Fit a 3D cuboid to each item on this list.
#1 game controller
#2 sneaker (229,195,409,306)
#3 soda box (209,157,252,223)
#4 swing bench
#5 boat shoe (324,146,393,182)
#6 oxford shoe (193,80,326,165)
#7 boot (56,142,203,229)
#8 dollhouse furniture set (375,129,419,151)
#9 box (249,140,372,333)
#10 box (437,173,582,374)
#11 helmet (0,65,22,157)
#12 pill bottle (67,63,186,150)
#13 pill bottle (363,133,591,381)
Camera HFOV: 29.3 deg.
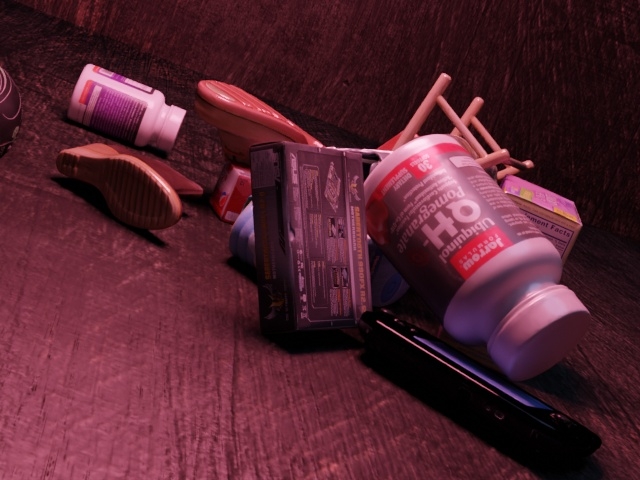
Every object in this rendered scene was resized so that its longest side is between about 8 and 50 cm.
[{"bbox_3d":[0.193,0.174,1.505,0.319,0.067,0.166,31,15,31],"label":"game controller"},{"bbox_3d":[0.000,0.000,1.773,0.208,0.127,0.319,32,15,33],"label":"sneaker"},{"bbox_3d":[-0.042,-0.048,1.996,0.263,0.083,0.092,18,14,-24],"label":"soda box"},{"bbox_3d":[0.176,-0.108,1.949,0.165,0.255,0.253,54,15,12],"label":"swing bench"},{"bbox_3d":[0.084,-0.075,1.779,0.320,0.116,0.099,10,0,8],"label":"boat shoe"},{"bbox_3d":[-0.105,-0.148,2.041,0.140,0.146,0.397,38,5,31],"label":"oxford shoe"},{"bbox_3d":[-0.236,-0.081,1.771,0.248,0.090,0.207,27,14,34],"label":"boot"},{"bbox_3d":[0.224,-0.002,2.170,0.374,0.152,0.201,54,8,23],"label":"dollhouse furniture set"},{"bbox_3d":[-0.009,-0.002,1.529,0.056,0.231,0.183,-6,-4,32],"label":"box"},{"bbox_3d":[0.274,0.044,1.790,0.117,0.243,0.213,25,13,4],"label":"box"},{"bbox_3d":[-0.472,-0.172,1.582,0.169,0.169,0.161,19,29,-17],"label":"helmet"},{"bbox_3d":[-0.344,-0.232,2.188,0.194,0.108,0.108,22,12,-6],"label":"pill bottle"},{"bbox_3d":[0.199,0.024,1.587,0.176,0.176,0.318,7,37,-51],"label":"pill bottle"}]
